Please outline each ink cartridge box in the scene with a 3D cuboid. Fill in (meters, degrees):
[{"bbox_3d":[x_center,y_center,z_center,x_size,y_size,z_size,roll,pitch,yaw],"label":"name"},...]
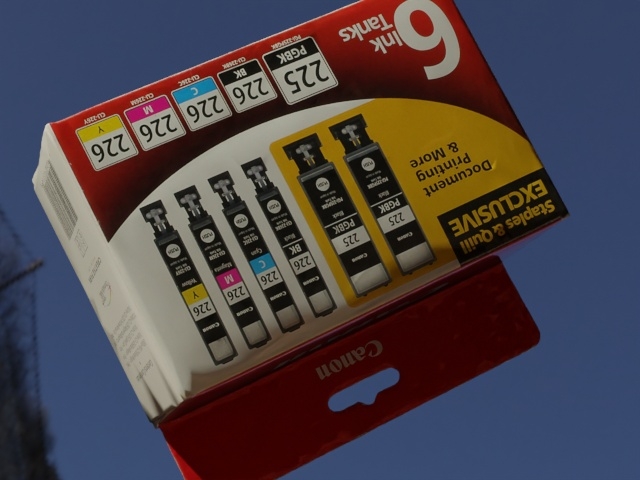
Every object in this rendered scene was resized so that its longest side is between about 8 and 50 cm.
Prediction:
[{"bbox_3d":[0.000,0.000,1.033,0.272,0.309,0.130,62,-21,7],"label":"ink cartridge box"}]
